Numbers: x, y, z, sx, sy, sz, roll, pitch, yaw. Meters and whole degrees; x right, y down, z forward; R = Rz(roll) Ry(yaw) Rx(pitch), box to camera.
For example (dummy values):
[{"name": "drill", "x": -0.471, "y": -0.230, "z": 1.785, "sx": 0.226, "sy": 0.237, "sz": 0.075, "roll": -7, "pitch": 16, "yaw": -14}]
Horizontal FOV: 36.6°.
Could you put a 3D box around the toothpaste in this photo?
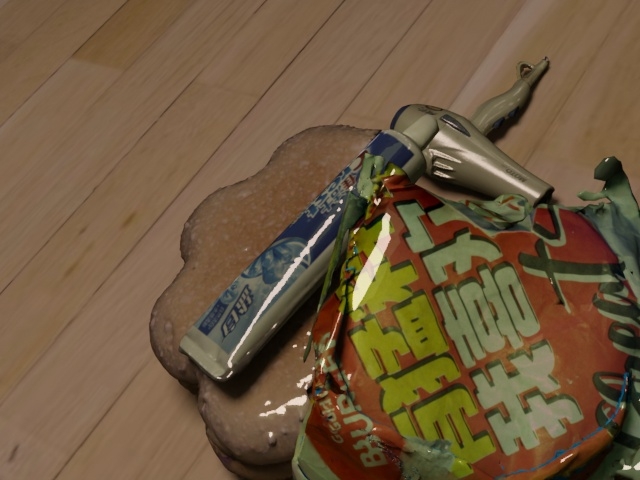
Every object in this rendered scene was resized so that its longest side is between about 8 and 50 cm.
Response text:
[{"name": "toothpaste", "x": -0.001, "y": -0.001, "z": 0.744, "sx": 0.069, "sy": 0.047, "sz": 0.268, "roll": 38, "pitch": 78, "yaw": 23}]

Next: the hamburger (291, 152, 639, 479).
[{"name": "hamburger", "x": 0.118, "y": 0.081, "z": 0.670, "sx": 0.276, "sy": 0.150, "sz": 0.260, "roll": 2, "pitch": 71, "yaw": -4}]

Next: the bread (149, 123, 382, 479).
[{"name": "bread", "x": -0.042, "y": 0.040, "z": 0.826, "sx": 0.183, "sy": 0.102, "sz": 0.337, "roll": -2, "pitch": 51, "yaw": 24}]

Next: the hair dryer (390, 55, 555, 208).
[{"name": "hair dryer", "x": 0.185, "y": -0.096, "z": 0.903, "sx": 0.199, "sy": 0.067, "sz": 0.167, "roll": -25, "pitch": 52, "yaw": -21}]
